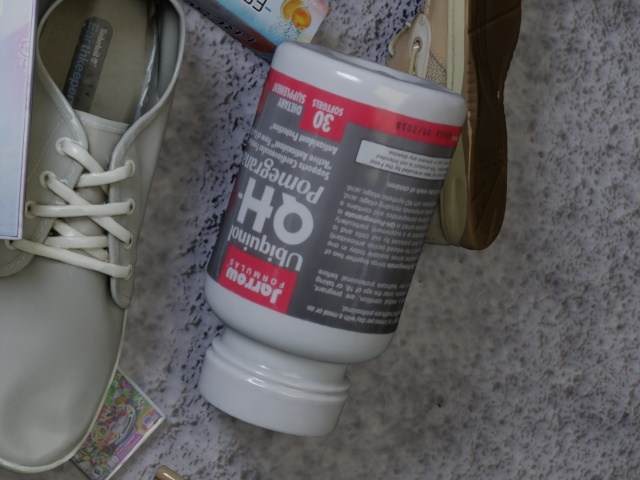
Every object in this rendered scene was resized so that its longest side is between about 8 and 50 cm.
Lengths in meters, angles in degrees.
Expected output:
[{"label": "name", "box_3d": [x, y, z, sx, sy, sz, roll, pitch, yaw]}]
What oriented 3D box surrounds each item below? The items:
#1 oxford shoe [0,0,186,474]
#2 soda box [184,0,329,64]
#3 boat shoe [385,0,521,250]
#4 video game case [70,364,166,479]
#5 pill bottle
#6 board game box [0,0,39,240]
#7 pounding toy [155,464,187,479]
[{"label": "oxford shoe", "box_3d": [-0.211, -0.029, 1.348, 0.169, 0.130, 0.449, 14, 85, -27]}, {"label": "soda box", "box_3d": [-0.084, -0.231, 1.449, 0.183, 0.058, 0.063, 35, 77, -24]}, {"label": "boat shoe", "box_3d": [0.111, -0.163, 1.514, 0.121, 0.110, 0.341, -5, 99, -60]}, {"label": "video game case", "box_3d": [-0.203, 0.144, 1.426, 0.087, 0.011, 0.122, -47, 111, -18]}, {"label": "pill bottle", "box_3d": [0.000, 0.000, 1.420, 0.176, 0.176, 0.318, 13, 100, -28]}, {"label": "board game box", "box_3d": [-0.372, -0.169, 1.228, 0.318, 0.066, 0.319, 5, 96, -10]}, {"label": "pounding toy", "box_3d": [-0.156, 0.301, 1.425, 0.269, 0.155, 0.154, 6, 118, -19]}]
